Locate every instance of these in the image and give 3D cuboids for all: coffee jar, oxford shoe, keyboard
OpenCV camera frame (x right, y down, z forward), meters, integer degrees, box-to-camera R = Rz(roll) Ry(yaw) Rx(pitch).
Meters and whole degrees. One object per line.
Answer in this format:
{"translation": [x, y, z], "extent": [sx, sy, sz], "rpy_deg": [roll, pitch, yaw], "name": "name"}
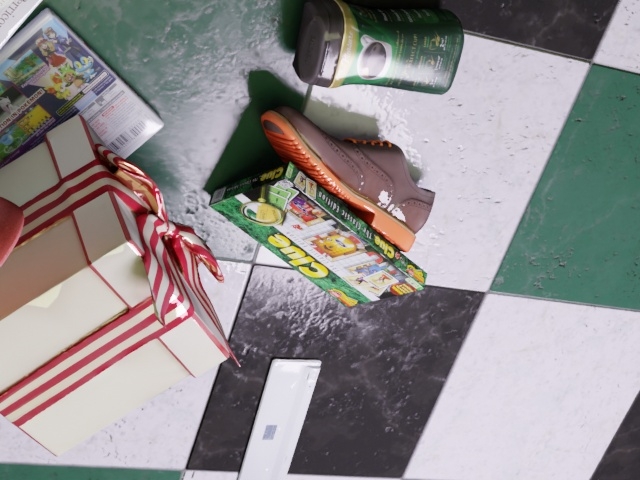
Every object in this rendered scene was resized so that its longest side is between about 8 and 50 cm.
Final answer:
{"translation": [0.063, -0.219, 1.182], "extent": [0.184, 0.079, 0.096], "rpy_deg": [1, 124, -20], "name": "coffee jar"}
{"translation": [0.037, -0.093, 1.261], "extent": [0.271, 0.097, 0.098], "rpy_deg": [39, 83, -38], "name": "oxford shoe"}
{"translation": [-0.064, 0.273, 1.498], "extent": [0.072, 0.014, 0.256], "rpy_deg": [7, 118, -17], "name": "keyboard"}

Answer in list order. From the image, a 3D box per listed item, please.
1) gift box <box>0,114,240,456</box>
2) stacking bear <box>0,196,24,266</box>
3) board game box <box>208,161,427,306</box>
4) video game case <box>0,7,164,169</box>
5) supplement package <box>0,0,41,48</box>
{"translation": [-0.245, 0.061, 1.123], "extent": [0.258, 0.276, 0.255], "rpy_deg": [-33, 142, 0], "name": "gift box"}
{"translation": [-0.396, -0.062, 0.832], "extent": [0.164, 0.175, 0.289], "rpy_deg": [-37, 118, 9], "name": "stacking bear"}
{"translation": [0.000, 0.000, 1.287], "extent": [0.136, 0.030, 0.260], "rpy_deg": [-15, 139, 43], "name": "board game box"}
{"translation": [-0.307, -0.126, 1.151], "extent": [0.201, 0.023, 0.183], "rpy_deg": [-38, 126, 9], "name": "video game case"}
{"translation": [-0.396, -0.204, 0.958], "extent": [0.262, 0.204, 0.145], "rpy_deg": [-46, 125, 12], "name": "supplement package"}
